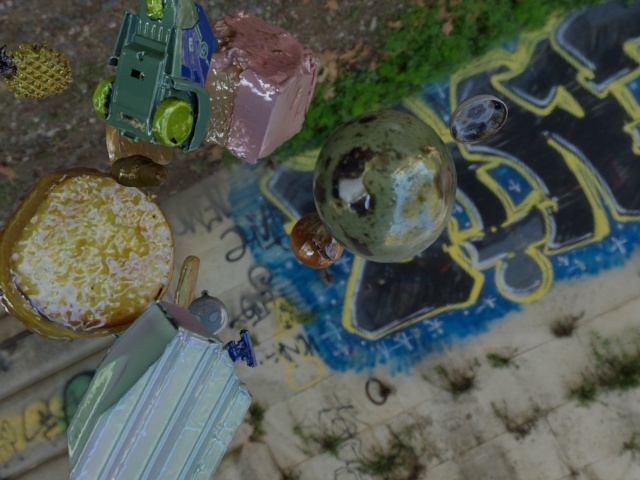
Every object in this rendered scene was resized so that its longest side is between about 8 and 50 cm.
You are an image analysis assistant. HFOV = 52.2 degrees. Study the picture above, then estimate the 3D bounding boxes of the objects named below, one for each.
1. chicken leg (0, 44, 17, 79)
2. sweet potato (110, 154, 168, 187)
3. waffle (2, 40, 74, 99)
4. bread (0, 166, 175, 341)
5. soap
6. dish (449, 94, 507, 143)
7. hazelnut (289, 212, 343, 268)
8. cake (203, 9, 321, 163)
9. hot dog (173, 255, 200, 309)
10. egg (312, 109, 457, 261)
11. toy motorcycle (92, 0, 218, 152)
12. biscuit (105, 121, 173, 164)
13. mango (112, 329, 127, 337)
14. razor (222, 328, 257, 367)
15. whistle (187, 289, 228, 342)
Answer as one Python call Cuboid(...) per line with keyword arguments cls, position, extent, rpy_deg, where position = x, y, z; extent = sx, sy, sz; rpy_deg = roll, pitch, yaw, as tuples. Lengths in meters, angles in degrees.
Cuboid(cls="chicken leg", position=(-0.649, -0.318, 1.168), extent=(0.254, 0.105, 0.051), rpy_deg=(-4, -142, 29))
Cuboid(cls="sweet potato", position=(-0.331, -0.125, 1.187), extent=(0.067, 0.067, 0.274), rpy_deg=(-27, -159, -29))
Cuboid(cls="waffle", position=(-0.837, -0.496, 1.929), extent=(0.193, 0.070, 0.197), rpy_deg=(-18, 152, -16))
Cuboid(cls="bread", position=(-0.505, 0.041, 1.428), extent=(0.398, 0.397, 0.215), rpy_deg=(-27, -170, -24))
Cuboid(cls="soap", position=(-0.310, 0.349, 1.201), extent=(0.446, 0.261, 0.156), rpy_deg=(-63, -150, 5))
Cuboid(cls="dish", position=(0.359, -0.303, 1.542), extent=(0.141, 0.078, 0.141), rpy_deg=(-11, 144, -8))
Cuboid(cls="hazelnut", position=(0.000, 0.000, 2.054), extent=(0.182, 0.182, 0.182), rpy_deg=(-27, 179, -1))
Cuboid(cls="cake", position=(-0.202, -0.412, 1.740), extent=(0.314, 0.307, 0.293), rpy_deg=(-51, 170, -46))
Cuboid(cls="hot dog", position=(-0.434, 0.151, 2.084), extent=(0.047, 0.215, 0.066), rpy_deg=(18, -169, 34))
Cuboid(cls="egg", position=(0.159, -0.119, 1.590), extent=(0.345, 0.345, 0.428), rpy_deg=(-27, 144, -1))
Cuboid(cls="toy motorcycle", position=(-0.300, -0.355, 1.312), extent=(0.200, 0.191, 0.326), rpy_deg=(-10, 121, -63))
Cuboid(cls="biscuit", position=(-0.455, -0.293, 1.672), extent=(0.052, 0.275, 0.354), rpy_deg=(-1, -135, 14))
Cuboid(cls="mango", position=(-0.511, 0.195, 1.650), extent=(0.091, 0.165, 0.074), rpy_deg=(-66, 174, -50))
Cuboid(cls="razor", position=(-0.297, 0.266, 1.628), extent=(0.324, 0.093, 0.056), rpy_deg=(-3, -166, 39))
Cuboid(cls="whistle", position=(-0.286, 0.236, 1.672), extent=(0.107, 0.219, 0.057), rpy_deg=(-6, 177, -2))
